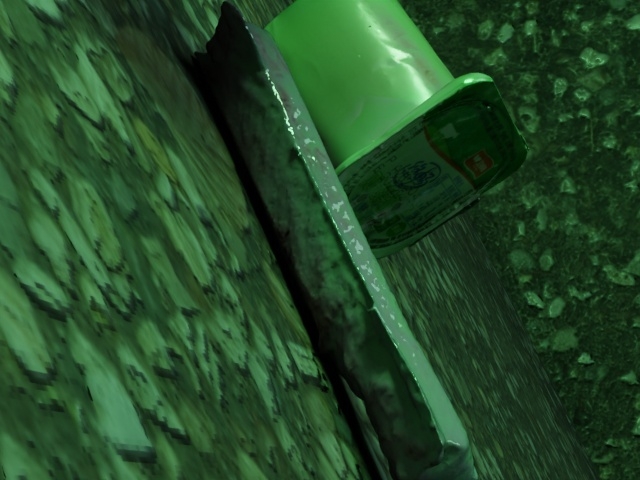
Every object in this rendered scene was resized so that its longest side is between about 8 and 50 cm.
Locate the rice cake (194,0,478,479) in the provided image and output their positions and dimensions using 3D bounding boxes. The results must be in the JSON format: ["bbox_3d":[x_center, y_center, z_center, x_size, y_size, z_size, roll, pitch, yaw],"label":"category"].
[{"bbox_3d":[0.001,0.002,0.853,0.081,0.051,0.290,67,-3,-68],"label":"rice cake"}]

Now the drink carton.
[{"bbox_3d":[0.033,-0.089,1.095,0.142,0.144,0.146,56,4,26],"label":"drink carton"}]
